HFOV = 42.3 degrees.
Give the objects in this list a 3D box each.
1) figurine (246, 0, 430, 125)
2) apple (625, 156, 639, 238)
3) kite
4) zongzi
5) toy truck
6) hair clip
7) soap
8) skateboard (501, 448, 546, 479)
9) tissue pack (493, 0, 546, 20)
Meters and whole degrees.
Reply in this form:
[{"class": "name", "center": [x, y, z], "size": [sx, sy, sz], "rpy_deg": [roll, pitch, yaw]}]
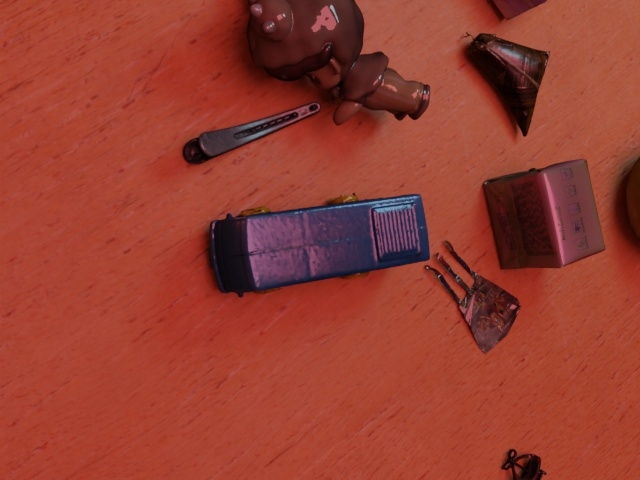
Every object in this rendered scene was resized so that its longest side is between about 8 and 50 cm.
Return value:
[{"class": "figurine", "center": [0.028, -0.339, 1.479], "size": [0.381, 0.248, 0.203], "rpy_deg": [33, 114, -20]}, {"class": "apple", "center": [0.828, -0.093, 1.819], "size": [0.292, 0.254, 0.291], "rpy_deg": [2, 84, -20]}, {"class": "kite", "center": [0.312, 0.109, 1.689], "size": [0.245, 0.015, 0.141], "rpy_deg": [46, 67, -16]}, {"class": "zongzi", "center": [0.375, -0.328, 1.727], "size": [0.187, 0.084, 0.184], "rpy_deg": [14, 90, -17]}, {"class": "toy truck", "center": [0.000, 0.000, 1.471], "size": [0.385, 0.162, 0.161], "rpy_deg": [-8, 91, -25]}, {"class": "hair clip", "center": [-0.117, -0.205, 1.494], "size": [0.275, 0.083, 0.048], "rpy_deg": [-27, 92, -32]}, {"class": "soap", "center": [0.453, -0.050, 1.676], "size": [0.139, 0.182, 0.199], "rpy_deg": [-13, 92, -26]}, {"class": "skateboard", "center": [0.398, 0.496, 1.678], "size": [0.080, 0.067, 0.151], "rpy_deg": [34, 67, -8]}, {"class": "tissue pack", "center": [0.396, -0.670, 1.716], "size": [0.242, 0.160, 0.338], "rpy_deg": [-43, 103, -23]}]
